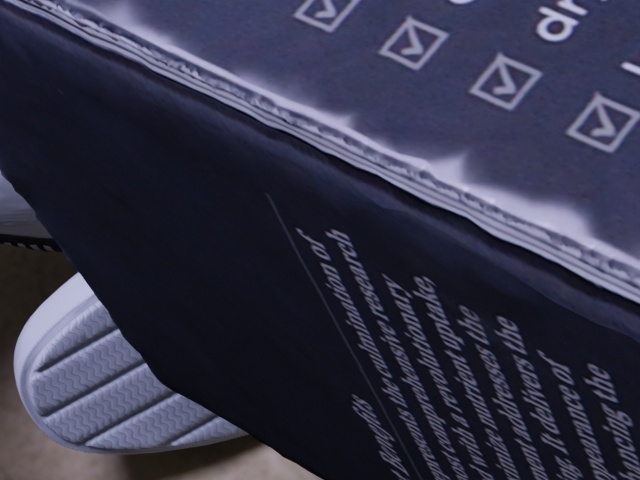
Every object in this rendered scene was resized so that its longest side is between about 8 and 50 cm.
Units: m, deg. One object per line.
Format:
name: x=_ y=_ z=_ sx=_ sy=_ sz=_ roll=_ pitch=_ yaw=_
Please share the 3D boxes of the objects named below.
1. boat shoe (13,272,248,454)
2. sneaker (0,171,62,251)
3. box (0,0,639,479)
boat shoe: x=0.000 y=0.000 z=0.899 sx=0.302 sy=0.109 sz=0.094 roll=-26 pitch=29 yaw=0
sneaker: x=-0.184 y=-0.051 z=0.886 sx=0.365 sy=0.137 sz=0.210 roll=1 pitch=8 yaw=0
box: x=0.207 y=-0.101 z=0.632 sx=0.471 sy=0.297 sz=0.480 roll=28 pitch=69 yaw=33
